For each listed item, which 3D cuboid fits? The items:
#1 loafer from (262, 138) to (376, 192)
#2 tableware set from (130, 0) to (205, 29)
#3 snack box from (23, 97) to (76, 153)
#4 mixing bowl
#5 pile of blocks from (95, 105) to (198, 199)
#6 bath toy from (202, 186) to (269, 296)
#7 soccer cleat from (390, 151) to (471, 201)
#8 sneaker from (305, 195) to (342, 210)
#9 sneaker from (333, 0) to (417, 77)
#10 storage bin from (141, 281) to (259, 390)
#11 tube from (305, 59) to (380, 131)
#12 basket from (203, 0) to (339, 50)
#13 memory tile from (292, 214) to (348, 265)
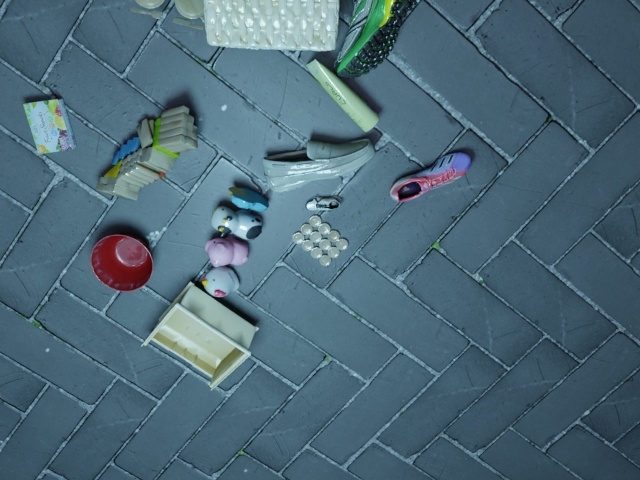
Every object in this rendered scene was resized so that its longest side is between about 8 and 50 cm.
[{"bbox_3d":[-0.007,-0.228,1.614,0.319,0.112,0.111,-17,119,7],"label":"loafer"},{"bbox_3d":[-0.385,-0.627,1.496,0.194,0.039,0.128,11,95,-10],"label":"tableware set"},{"bbox_3d":[-0.752,-0.319,1.616,0.100,0.037,0.141,-7,111,4],"label":"snack box"},{"bbox_3d":[-0.576,0.051,1.727,0.181,0.098,0.181,0,110,0],"label":"mixing bowl"},{"bbox_3d":[-0.470,-0.237,1.628,0.362,0.149,0.112,-31,151,21],"label":"pile of blocks"},{"bbox_3d":[-0.268,0.021,1.701,0.151,0.129,0.348,19,111,-7],"label":"bath toy"},{"bbox_3d":[0.315,-0.173,1.643,0.248,0.095,0.083,-22,109,9],"label":"soccer cleat"},{"bbox_3d":[0.008,-0.107,1.697,0.109,0.044,0.040,-9,113,5],"label":"sneaker"},{"bbox_3d":[0.132,-0.574,1.491,0.146,0.134,0.343,44,117,22],"label":"sneaker"},{"bbox_3d":[-0.373,0.301,1.785,0.262,0.123,0.260,36,124,-13],"label":"storage bin"},{"bbox_3d":[0.058,-0.395,1.569,0.240,0.062,0.070,42,133,-18],"label":"tube"},{"bbox_3d":[-0.113,-0.617,1.383,0.328,0.266,0.331,2,113,-2],"label":"basket"},{"bbox_3d":[0.000,0.000,1.754,0.148,0.012,0.113,41,106,-13],"label":"memory tile"}]
